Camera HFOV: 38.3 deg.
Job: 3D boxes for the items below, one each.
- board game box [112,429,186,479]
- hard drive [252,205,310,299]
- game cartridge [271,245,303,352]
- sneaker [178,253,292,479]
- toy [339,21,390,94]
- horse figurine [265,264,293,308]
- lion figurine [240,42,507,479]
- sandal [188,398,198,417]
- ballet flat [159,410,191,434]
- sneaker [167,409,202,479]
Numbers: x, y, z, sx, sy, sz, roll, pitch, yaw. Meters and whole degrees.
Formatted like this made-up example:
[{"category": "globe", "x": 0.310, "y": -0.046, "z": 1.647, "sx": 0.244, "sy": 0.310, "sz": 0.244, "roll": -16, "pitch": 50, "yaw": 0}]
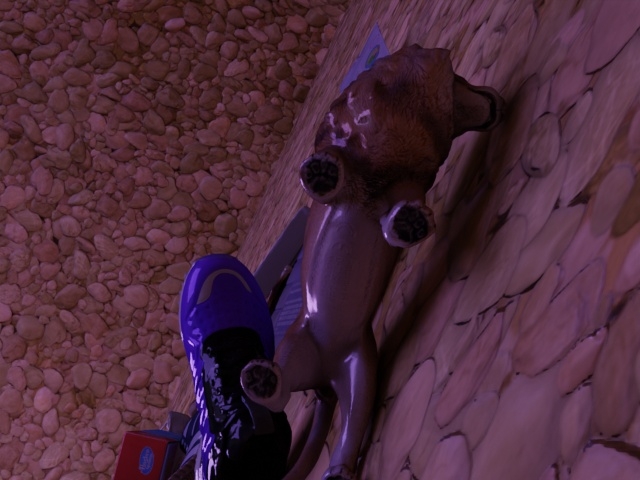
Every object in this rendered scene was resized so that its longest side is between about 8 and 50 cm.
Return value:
[{"category": "board game box", "x": -0.266, "y": 0.437, "z": 1.332, "sx": 0.242, "sy": 0.064, "sz": 0.317, "roll": 88, "pitch": -165, "yaw": -79}, {"category": "hard drive", "x": -0.116, "y": 0.099, "z": 1.674, "sx": 0.233, "sy": 0.047, "sz": 0.353, "roll": -56, "pitch": 1, "yaw": -27}, {"category": "game cartridge", "x": 0.007, "y": 0.058, "z": 1.091, "sx": 0.355, "sy": 0.068, "sz": 0.230, "roll": 153, "pitch": 137, "yaw": -78}, {"category": "sneaker", "x": -0.078, "y": 0.160, "z": 0.952, "sx": 0.146, "sy": 0.102, "sz": 0.294, "roll": -179, "pitch": 82, "yaw": -72}, {"category": "toy", "x": 0.091, "y": -0.265, "z": 1.545, "sx": 0.137, "sy": 0.056, "sz": 0.237, "roll": -58, "pitch": 15, "yaw": 24}, {"category": "horse figurine", "x": -0.085, "y": 0.148, "z": 1.401, "sx": 0.175, "sy": 0.066, "sz": 0.263, "roll": -61, "pitch": 1, "yaw": -36}, {"category": "lion figurine", "x": 0.026, "y": 0.025, "z": 0.774, "sx": 0.240, "sy": 0.142, "sz": 0.392, "roll": -65, "pitch": -2, "yaw": -75}, {"category": "sandal", "x": -0.207, "y": 0.309, "z": 1.727, "sx": 0.180, "sy": 0.072, "sz": 0.049, "roll": 122, "pitch": 154, "yaw": -52}, {"category": "ballet flat", "x": -0.350, "y": 0.475, "z": 2.017, "sx": 0.072, "sy": 0.068, "sz": 0.213, "roll": 155, "pitch": 138, "yaw": -79}, {"category": "sneaker", "x": -0.158, "y": 0.317, "z": 1.231, "sx": 0.153, "sy": 0.099, "sz": 0.282, "roll": -51, "pitch": 12, "yaw": 54}]
